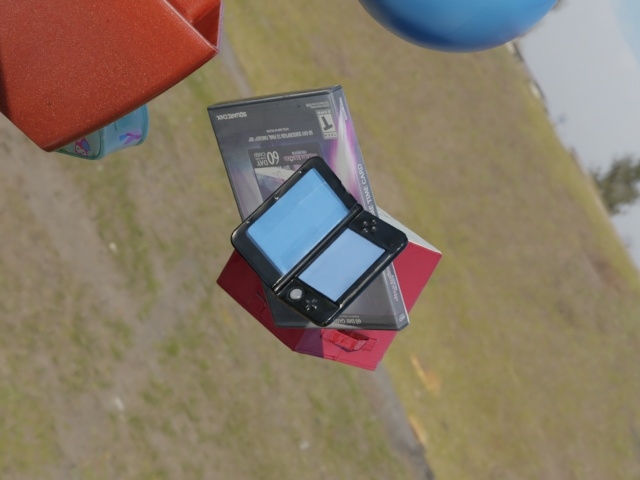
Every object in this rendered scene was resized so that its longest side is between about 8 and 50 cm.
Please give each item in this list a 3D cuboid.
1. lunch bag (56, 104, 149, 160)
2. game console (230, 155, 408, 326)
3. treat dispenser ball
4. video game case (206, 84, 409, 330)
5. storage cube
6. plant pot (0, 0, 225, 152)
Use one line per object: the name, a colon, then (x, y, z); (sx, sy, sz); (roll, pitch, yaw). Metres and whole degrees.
lunch bag: (-0.350, -0.256, 1.988); (0.108, 0.224, 0.279); (-27, 118, -41)
game console: (0.000, 0.000, 1.254); (0.107, 0.122, 0.071); (32, -21, 39)
treat dispenser ball: (0.161, -0.364, 1.588); (0.288, 0.288, 0.288); (58, 10, -16)
video game case: (-0.015, -0.030, 1.507); (0.026, 0.196, 0.274); (-30, 109, -42)
storage cube: (0.010, 0.037, 1.856); (0.183, 0.193, 0.215); (19, 15, -47)
plant pot: (-0.287, -0.260, 1.566); (0.267, 0.235, 0.267); (43, 14, -17)
